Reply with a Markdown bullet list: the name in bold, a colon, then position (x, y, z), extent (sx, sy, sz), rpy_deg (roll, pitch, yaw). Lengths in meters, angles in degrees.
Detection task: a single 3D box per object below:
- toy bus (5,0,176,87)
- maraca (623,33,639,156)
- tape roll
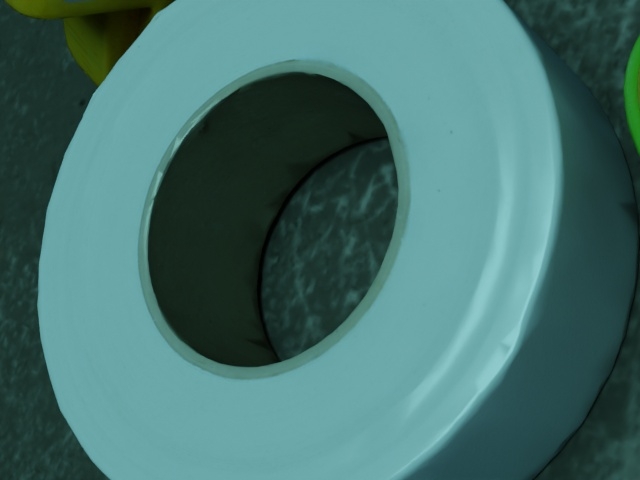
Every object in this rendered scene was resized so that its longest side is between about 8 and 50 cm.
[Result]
- **toy bus**: position (-0.107, -0.226, 0.621), extent (0.108, 0.130, 0.333), rpy_deg (48, 142, 37)
- **maraca**: position (0.211, -0.059, 0.475), extent (0.185, 0.099, 0.127), rpy_deg (-7, 70, 4)
- **tape roll**: position (0.000, 0.000, 0.591), extent (0.286, 0.100, 0.286), rpy_deg (-12, 68, 31)
